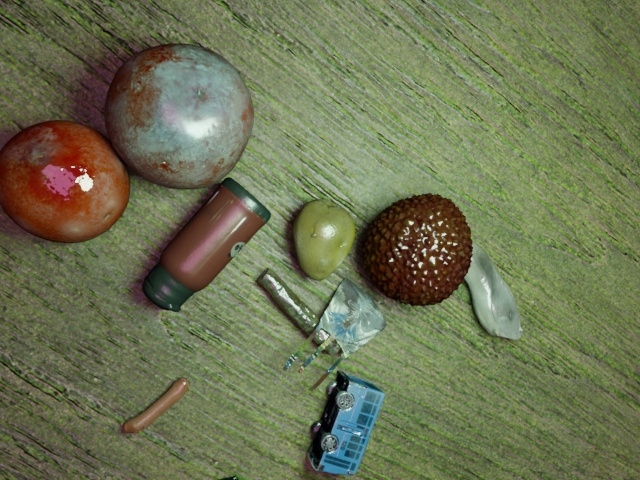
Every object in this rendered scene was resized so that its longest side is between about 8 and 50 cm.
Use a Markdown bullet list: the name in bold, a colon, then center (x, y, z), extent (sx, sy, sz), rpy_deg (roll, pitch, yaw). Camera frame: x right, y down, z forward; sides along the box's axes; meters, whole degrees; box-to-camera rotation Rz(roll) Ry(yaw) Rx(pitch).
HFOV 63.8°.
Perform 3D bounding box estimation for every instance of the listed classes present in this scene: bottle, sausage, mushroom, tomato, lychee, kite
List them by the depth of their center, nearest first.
- **tomato**: center (-0.546, -0.129, 1.098), extent (0.265, 0.265, 0.264), rpy_deg (0, 92, -11)
- **tomato**: center (-0.304, -0.267, 1.127), extent (0.317, 0.282, 0.316), rpy_deg (3, 82, -26)
- **bottle**: center (-0.274, 0.018, 1.207), extent (0.144, 0.144, 0.336), rpy_deg (42, 84, -10)
- **sausage**: center (-0.396, 0.405, 1.250), extent (0.186, 0.043, 0.043), rpy_deg (-40, 99, -7)
- **lychee**: center (0.233, 0.020, 1.253), extent (0.276, 0.304, 0.275), rpy_deg (-3, 63, 5)
- **kite**: center (0.045, 0.249, 1.290), extent (0.169, 0.015, 0.310), rpy_deg (46, 62, -9)
- **mushroom**: center (0.438, 0.122, 1.383), extent (0.109, 0.097, 0.351), rpy_deg (-29, 93, -12)

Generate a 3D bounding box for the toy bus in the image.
- **toy bus**: center (0.064, 0.468, 1.306), extent (0.134, 0.116, 0.234), rpy_deg (22, 86, -15)

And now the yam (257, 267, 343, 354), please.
- **yam**: center (-0.052, 0.181, 1.302), extent (0.061, 0.061, 0.274), rpy_deg (-45, 99, -7)

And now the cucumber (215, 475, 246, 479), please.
- **cucumber**: center (-0.242, 0.636, 1.289), extent (0.220, 0.046, 0.070), rpy_deg (-10, 86, -10)

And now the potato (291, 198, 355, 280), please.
- **potato**: center (0.000, 0.000, 1.272), extent (0.157, 0.157, 0.194), rpy_deg (13, 103, -11)
